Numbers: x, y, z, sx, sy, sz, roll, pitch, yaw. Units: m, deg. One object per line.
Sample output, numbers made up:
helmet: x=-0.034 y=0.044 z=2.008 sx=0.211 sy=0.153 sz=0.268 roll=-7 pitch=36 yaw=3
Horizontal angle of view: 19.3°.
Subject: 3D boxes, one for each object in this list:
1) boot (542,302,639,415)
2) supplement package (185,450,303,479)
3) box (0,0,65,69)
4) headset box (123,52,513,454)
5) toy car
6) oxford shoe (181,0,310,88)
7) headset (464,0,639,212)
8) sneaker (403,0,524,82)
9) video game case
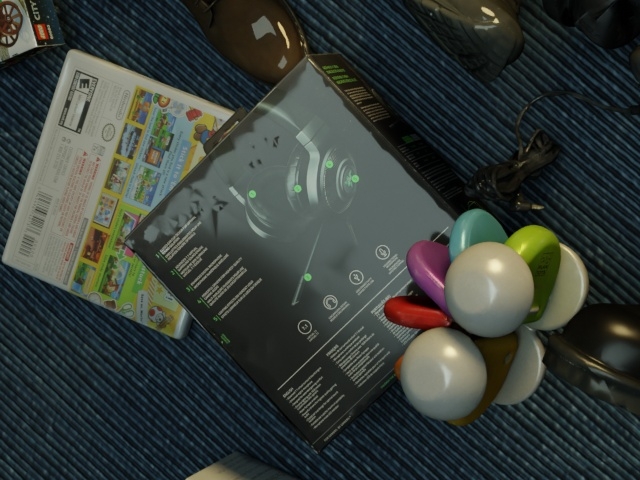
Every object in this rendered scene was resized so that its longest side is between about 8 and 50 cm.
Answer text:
boot: x=0.355 y=0.014 z=1.533 sx=0.348 sy=0.131 sz=0.260 roll=5 pitch=103 yaw=-26
supplement package: x=-0.014 y=0.313 z=1.739 sx=0.244 sy=0.139 sz=0.134 roll=22 pitch=102 yaw=15
box: x=-0.352 y=-0.277 z=1.836 sx=0.159 sy=0.044 sz=0.233 roll=-18 pitch=89 yaw=32
headset box: x=0.000 y=0.000 z=1.697 sx=0.283 sy=0.131 sz=0.246 roll=46 pitch=105 yaw=5
toy car: x=0.122 y=0.055 z=1.544 sx=0.136 sy=0.159 sz=0.182 roll=36 pitch=111 yaw=27
oxford shoe: x=-0.099 y=-0.228 z=1.747 sx=0.083 sy=0.096 sz=0.227 roll=-44 pitch=82 yaw=15
headset: x=0.268 y=-0.173 z=1.549 sx=0.243 sy=0.185 sz=0.394 roll=50 pitch=134 yaw=10
sneaker: x=0.126 y=-0.231 z=1.588 sx=0.130 sy=0.286 sz=0.109 roll=-39 pitch=118 yaw=8
video game case: x=-0.188 y=-0.046 z=1.828 sx=0.206 sy=0.026 sz=0.227 roll=22 pitch=100 yaw=16
